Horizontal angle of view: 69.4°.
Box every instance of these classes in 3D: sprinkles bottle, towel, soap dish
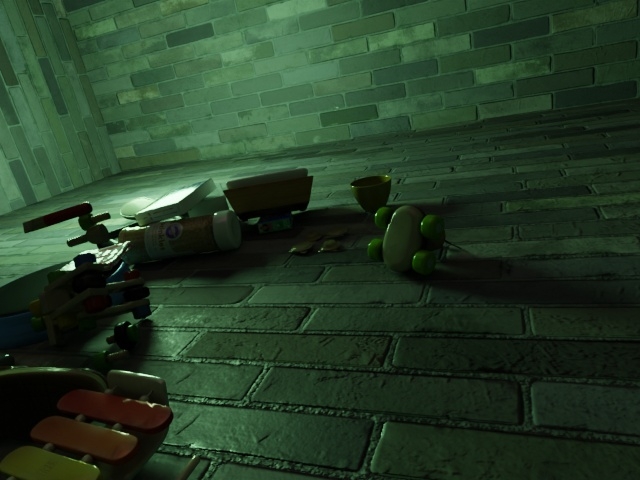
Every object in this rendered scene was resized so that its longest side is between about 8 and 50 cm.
[{"bbox_3d":[-0.427,-0.007,1.413,0.356,0.121,0.121,-9,20,8],"label":"sprinkles bottle"},{"bbox_3d":[-0.617,0.048,1.278,0.144,0.029,0.197,-11,19,-1],"label":"towel"},{"bbox_3d":[-0.168,-0.149,1.557,0.291,0.118,0.229,-10,-3,-6],"label":"soap dish"}]

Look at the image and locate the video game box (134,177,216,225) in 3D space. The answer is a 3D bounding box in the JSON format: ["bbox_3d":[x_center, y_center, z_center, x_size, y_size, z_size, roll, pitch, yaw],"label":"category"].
[{"bbox_3d":[-0.463,-0.127,1.489,0.187,0.048,0.205,-14,23,26],"label":"video game box"}]

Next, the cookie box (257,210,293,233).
[{"bbox_3d":[-0.147,-0.060,1.515,0.107,0.040,0.092,-11,18,4],"label":"cookie box"}]

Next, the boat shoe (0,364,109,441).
[{"bbox_3d":[-0.500,0.249,0.760,0.342,0.123,0.123,-12,17,6],"label":"boat shoe"}]

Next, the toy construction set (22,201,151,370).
[{"bbox_3d":[-0.524,0.097,0.955,0.238,0.308,0.257,-17,12,0],"label":"toy construction set"}]

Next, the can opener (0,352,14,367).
[{"bbox_3d":[-0.746,0.278,0.875,0.093,0.074,0.280,4,25,36],"label":"can opener"}]

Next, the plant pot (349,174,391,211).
[{"bbox_3d":[0.168,-0.148,1.500,0.134,0.095,0.134,-10,20,3],"label":"plant pot"}]

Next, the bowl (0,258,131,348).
[{"bbox_3d":[-0.697,0.143,1.218,0.392,0.077,0.391,-11,20,4],"label":"bowl"}]

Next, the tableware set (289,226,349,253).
[{"bbox_3d":[0.000,0.000,1.302,0.141,0.020,0.168,-5,22,23],"label":"tableware set"}]

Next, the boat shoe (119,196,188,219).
[{"bbox_3d":[-0.696,-0.132,1.981,0.336,0.095,0.112,-10,55,14],"label":"boat shoe"}]

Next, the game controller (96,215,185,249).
[{"bbox_3d":[-0.654,-0.029,1.715,0.167,0.067,0.319,25,39,37],"label":"game controller"}]

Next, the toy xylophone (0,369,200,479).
[{"bbox_3d":[-0.294,0.292,0.560,0.237,0.081,0.322,-4,24,20],"label":"toy xylophone"}]

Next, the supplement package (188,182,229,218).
[{"bbox_3d":[-0.396,-0.107,1.645,0.139,0.133,0.244,-17,21,-10],"label":"supplement package"}]

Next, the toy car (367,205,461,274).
[{"bbox_3d":[0.233,0.005,1.062,0.189,0.148,0.155,10,4,-44],"label":"toy car"}]
